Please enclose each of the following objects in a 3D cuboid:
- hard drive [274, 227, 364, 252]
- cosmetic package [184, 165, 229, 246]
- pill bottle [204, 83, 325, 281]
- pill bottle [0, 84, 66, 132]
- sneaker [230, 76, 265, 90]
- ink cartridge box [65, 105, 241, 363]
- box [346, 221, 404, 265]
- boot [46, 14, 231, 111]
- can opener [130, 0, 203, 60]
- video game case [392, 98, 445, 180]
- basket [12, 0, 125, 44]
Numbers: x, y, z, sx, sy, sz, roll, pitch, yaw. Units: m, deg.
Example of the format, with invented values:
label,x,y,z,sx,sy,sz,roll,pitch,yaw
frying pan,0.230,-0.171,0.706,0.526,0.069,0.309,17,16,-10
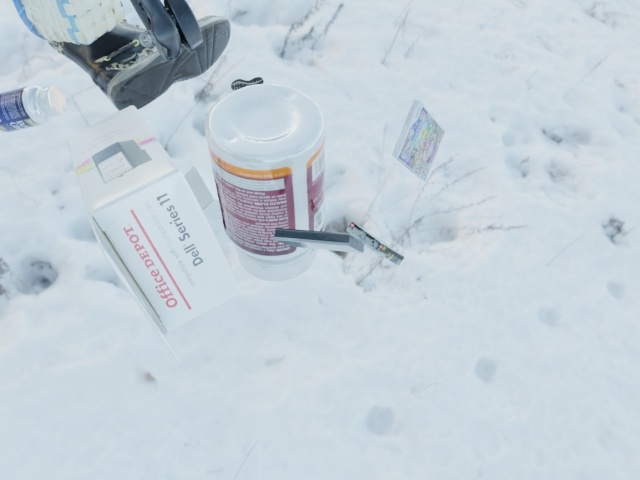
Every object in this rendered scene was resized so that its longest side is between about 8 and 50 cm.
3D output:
label,x,y,z,sx,sy,sz,roll,pitch,yaw
hard drive,0.000,0.000,1.013,0.135,0.094,0.022,4,82,20
cosmetic package,-0.347,-0.082,1.730,0.138,0.225,0.224,59,20,21
pill bottle,-0.101,-0.101,1.210,0.224,0.392,0.224,0,51,0
pill bottle,-0.703,-0.320,1.401,0.170,0.094,0.094,-9,46,15
sneaker,-0.218,-0.468,1.773,0.109,0.044,0.040,-1,84,12
ink cartridge box,-0.223,-0.024,0.786,0.119,0.207,0.353,-29,38,-11
box,0.127,0.008,1.338,0.094,0.027,0.137,38,6,33
boot,-0.432,-0.489,1.411,0.284,0.138,0.377,36,62,15
can opener,-0.229,-0.321,0.751,0.073,0.059,0.186,-45,115,-31
video game case,0.149,-0.146,0.869,0.011,0.087,0.122,22,0,32
basket,-0.562,-0.544,1.209,0.289,0.254,0.201,24,56,14
